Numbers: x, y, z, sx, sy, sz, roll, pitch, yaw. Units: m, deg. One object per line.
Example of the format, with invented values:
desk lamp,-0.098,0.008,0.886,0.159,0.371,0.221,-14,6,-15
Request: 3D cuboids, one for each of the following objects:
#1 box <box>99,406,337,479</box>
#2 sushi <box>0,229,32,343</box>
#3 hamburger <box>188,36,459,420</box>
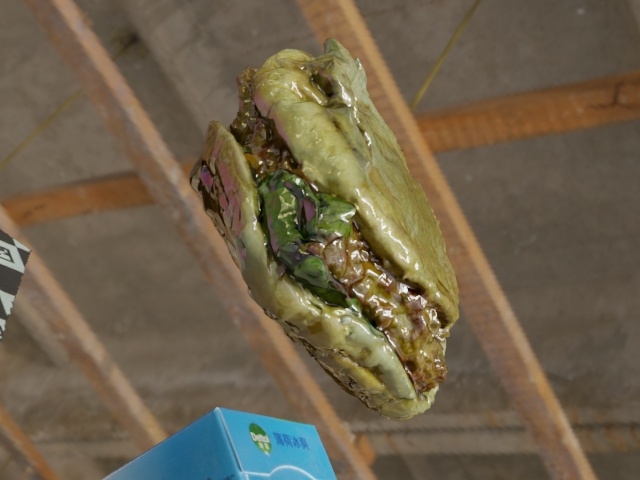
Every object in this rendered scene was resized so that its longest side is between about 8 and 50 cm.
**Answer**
box,-0.100,0.204,0.903,0.194,0.073,0.139,-33,-26,19
sushi,-0.458,0.003,1.292,0.294,0.292,0.059,37,-77,-16
hamburger,0.000,0.000,0.700,0.130,0.206,0.183,-27,-47,14
